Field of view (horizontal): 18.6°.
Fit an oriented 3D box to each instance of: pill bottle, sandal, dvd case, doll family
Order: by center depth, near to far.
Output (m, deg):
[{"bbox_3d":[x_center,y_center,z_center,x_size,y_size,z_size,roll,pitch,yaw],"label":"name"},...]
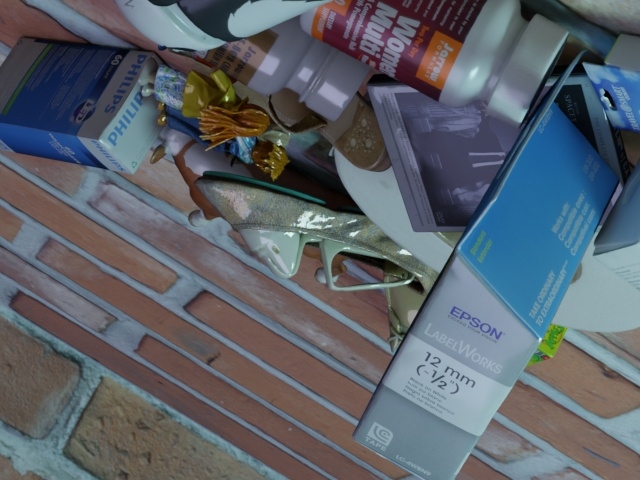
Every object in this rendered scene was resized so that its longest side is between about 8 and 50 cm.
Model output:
[{"bbox_3d":[0.103,-0.194,1.755,0.221,0.121,0.121,28,161,6],"label":"pill bottle"},{"bbox_3d":[0.177,-0.086,1.882,0.239,0.029,0.179,0,126,30],"label":"dvd case"},{"bbox_3d":[-0.057,-0.218,1.912,0.229,0.131,0.131,31,161,-5],"label":"pill bottle"},{"bbox_3d":[-0.017,-0.146,2.009,0.079,0.088,0.240,10,-159,-43],"label":"sandal"},{"bbox_3d":[-0.113,-0.137,2.213,0.163,0.118,0.263,24,160,17],"label":"doll family"}]

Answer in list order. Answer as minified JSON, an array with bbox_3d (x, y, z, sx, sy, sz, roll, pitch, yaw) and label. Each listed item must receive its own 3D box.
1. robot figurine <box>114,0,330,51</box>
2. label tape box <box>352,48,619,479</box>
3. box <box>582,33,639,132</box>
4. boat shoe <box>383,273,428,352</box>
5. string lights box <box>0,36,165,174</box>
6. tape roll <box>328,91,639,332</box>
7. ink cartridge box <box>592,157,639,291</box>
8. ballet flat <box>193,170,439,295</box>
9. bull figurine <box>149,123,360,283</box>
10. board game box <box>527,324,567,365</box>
[{"bbox_3d":[-0.055,-0.263,1.645,0.278,0.173,0.209,-20,155,27],"label":"robot figurine"},{"bbox_3d":[0.172,0.029,1.782,0.115,0.249,0.347,31,134,3],"label":"label tape box"},{"bbox_3d":[0.330,-0.125,1.719,0.178,0.042,0.109,16,156,35],"label":"box"},{"bbox_3d":[0.139,0.113,2.509,0.109,0.098,0.302,20,159,27],"label":"boat shoe"},{"bbox_3d":[-0.301,-0.168,2.386,0.260,0.133,0.077,12,154,43],"label":"string lights box"},{"bbox_3d":[0.197,-0.036,2.093,0.392,0.072,0.392,27,161,10],"label":"tape roll"},{"bbox_3d":[0.377,0.005,1.816,0.203,0.148,0.086,35,161,-15],"label":"ink cartridge box"},{"bbox_3d":[0.000,0.000,2.269,0.316,0.106,0.107,13,173,-10],"label":"ballet flat"},{"bbox_3d":[-0.081,-0.053,2.412,0.310,0.101,0.188,29,164,6],"label":"bull figurine"},{"bbox_3d":[0.247,0.105,2.344,0.043,0.092,0.181,34,161,-7],"label":"board game box"}]
